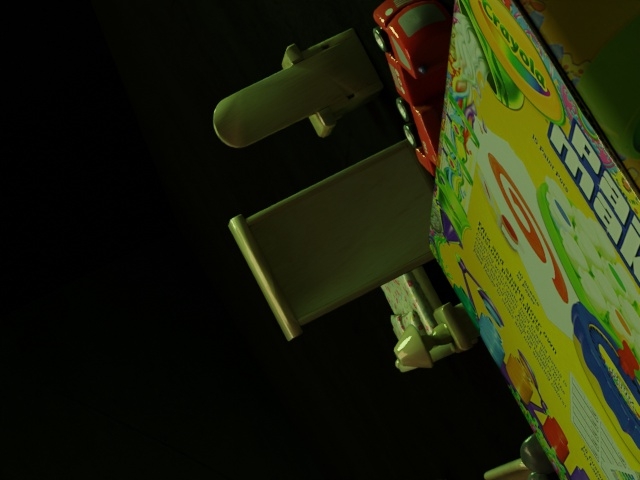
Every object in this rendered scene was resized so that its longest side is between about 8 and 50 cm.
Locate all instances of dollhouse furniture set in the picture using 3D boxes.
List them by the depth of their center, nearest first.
[{"bbox_3d":[0.000,0.000,1.666,0.303,0.173,0.355,63,171,3],"label":"dollhouse furniture set"}]

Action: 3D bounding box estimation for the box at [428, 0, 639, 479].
[{"bbox_3d":[0.184,0.033,0.618,0.290,0.177,0.279,61,172,18],"label":"box"}]

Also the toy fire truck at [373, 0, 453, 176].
[{"bbox_3d":[0.102,-0.072,1.247,0.135,0.047,0.192,52,165,53],"label":"toy fire truck"}]

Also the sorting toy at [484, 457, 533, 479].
[{"bbox_3d":[0.236,0.303,1.645,0.229,0.041,0.307,58,171,7],"label":"sorting toy"}]

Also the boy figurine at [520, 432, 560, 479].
[{"bbox_3d":[0.246,0.255,1.238,0.177,0.092,0.285,78,166,-52],"label":"boy figurine"}]
